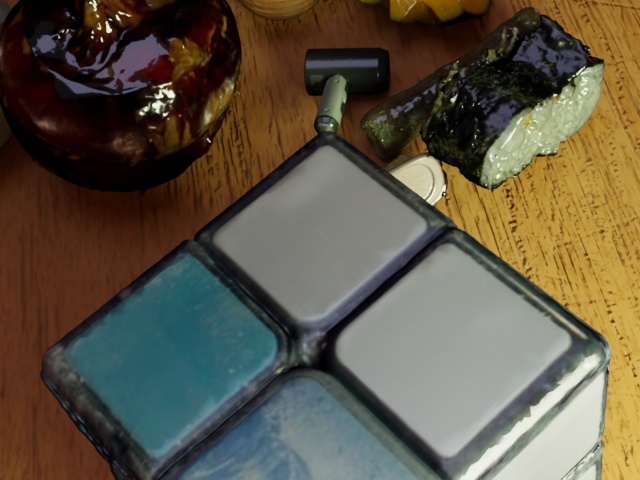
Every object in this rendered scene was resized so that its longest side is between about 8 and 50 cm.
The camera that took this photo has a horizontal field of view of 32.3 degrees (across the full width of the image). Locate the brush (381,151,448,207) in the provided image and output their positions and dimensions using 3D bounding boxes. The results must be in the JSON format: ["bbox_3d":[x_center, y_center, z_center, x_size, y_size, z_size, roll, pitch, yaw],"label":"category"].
[{"bbox_3d":[0.000,0.001,1.185,0.312,0.072,0.067,-35,32,-11],"label":"brush"}]

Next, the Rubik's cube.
[{"bbox_3d":[0.019,0.162,0.903,0.318,0.313,0.316,-38,56,-14],"label":"Rubik's cube"}]

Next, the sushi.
[{"bbox_3d":[0.205,-0.153,1.172,0.212,0.147,0.115,-33,62,-32],"label":"sushi"}]

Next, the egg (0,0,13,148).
[{"bbox_3d":[-0.445,-0.182,1.323,0.182,0.183,0.264,6,63,16],"label":"egg"}]

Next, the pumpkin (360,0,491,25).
[{"bbox_3d":[0.111,-0.351,1.389,0.130,0.149,0.254,-33,75,28],"label":"pumpkin"}]

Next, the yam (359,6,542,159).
[{"bbox_3d":[0.159,-0.183,1.279,0.252,0.061,0.061,-35,56,-13],"label":"yam"}]

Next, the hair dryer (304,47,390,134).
[{"bbox_3d":[0.020,-0.156,1.267,0.100,0.057,0.198,1,41,13],"label":"hair dryer"}]

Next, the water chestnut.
[{"bbox_3d":[-0.226,-0.212,1.237,0.299,0.300,0.300,-5,54,8],"label":"water chestnut"}]

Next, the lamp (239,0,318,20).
[{"bbox_3d":[-0.053,-0.347,1.395,0.136,0.136,0.136,-5,54,8],"label":"lamp"}]
